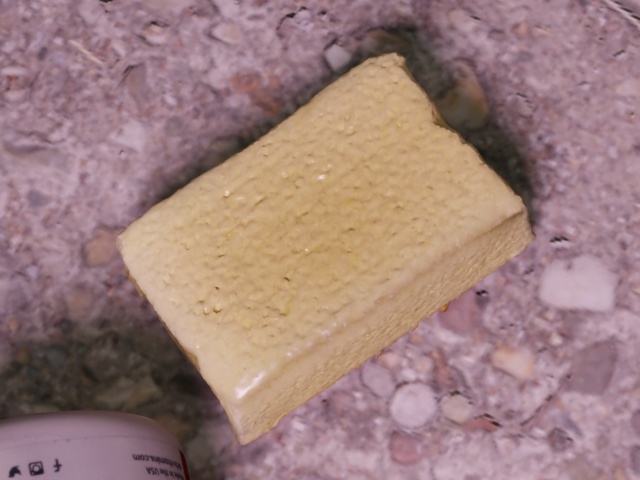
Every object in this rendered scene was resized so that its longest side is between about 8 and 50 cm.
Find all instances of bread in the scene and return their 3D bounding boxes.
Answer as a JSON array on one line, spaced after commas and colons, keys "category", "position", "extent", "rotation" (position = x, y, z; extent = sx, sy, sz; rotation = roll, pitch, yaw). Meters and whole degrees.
[{"category": "bread", "position": [-0.001, 0.001, 0.922], "extent": [0.188, 0.068, 0.125], "rotation": [-36, 69, -4]}]

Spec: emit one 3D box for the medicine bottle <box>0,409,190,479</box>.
[{"category": "medicine bottle", "position": [-0.111, 0.234, 0.806], "extent": [0.157, 0.157, 0.288], "rotation": [-16, 69, 3]}]
